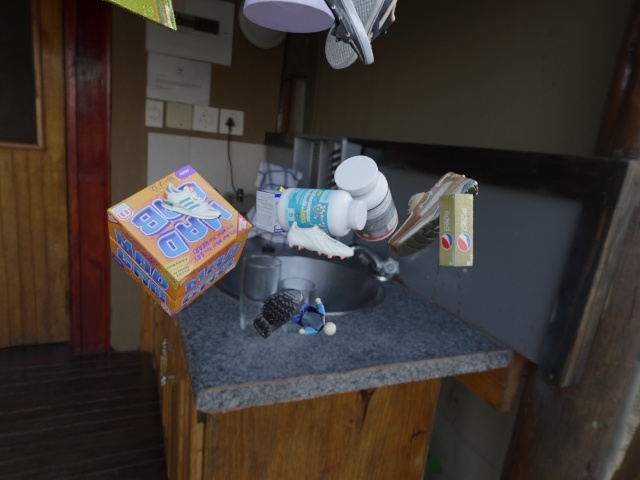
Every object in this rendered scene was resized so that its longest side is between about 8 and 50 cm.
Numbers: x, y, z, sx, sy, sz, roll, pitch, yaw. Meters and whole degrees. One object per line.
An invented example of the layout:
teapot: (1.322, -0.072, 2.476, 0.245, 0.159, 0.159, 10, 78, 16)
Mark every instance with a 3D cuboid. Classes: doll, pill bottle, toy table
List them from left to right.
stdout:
toy table: (-0.077, -0.700, 1.177, 0.274, 0.161, 0.252, 13, 3, 11)
doll: (-0.038, 0.219, 1.243, 0.189, 0.046, 0.129, 28, 53, 12)
pill bottle: (0.007, -0.088, 1.329, 0.264, 0.146, 0.146, 5, 11, 26)
pill bottle: (0.193, -0.172, 1.772, 0.210, 0.210, 0.363, 15, -25, 30)

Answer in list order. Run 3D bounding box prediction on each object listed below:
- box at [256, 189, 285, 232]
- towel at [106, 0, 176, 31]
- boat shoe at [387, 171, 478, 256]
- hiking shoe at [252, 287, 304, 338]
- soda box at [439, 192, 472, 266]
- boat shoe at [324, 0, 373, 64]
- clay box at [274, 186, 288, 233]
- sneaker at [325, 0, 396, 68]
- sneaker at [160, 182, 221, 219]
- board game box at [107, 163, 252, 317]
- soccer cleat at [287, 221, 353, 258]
box: (-0.165, -0.105, 1.483, 0.072, 0.137, 0.126, -7, 16, -37)
towel: (-0.445, -0.598, 1.036, 0.021, 0.102, 0.237, -8, 7, 21)
boat shoe: (0.323, -0.084, 1.270, 0.324, 0.123, 0.120, -39, 55, -9)
hiking shoe: (-0.101, 0.179, 1.152, 0.086, 0.227, 0.114, 49, 44, 4)
soda box: (0.342, -0.026, 1.068, 0.061, 0.182, 0.058, 0, -1, -26)
boat shoe: (0.055, -0.526, 1.026, 0.076, 0.228, 0.080, -26, 37, 11)
clay box: (-0.132, -0.106, 1.709, 0.127, 0.222, 0.053, -27, 35, 33)
sneaker: (0.130, -0.633, 1.239, 0.127, 0.126, 0.321, -28, -4, -29)
sneaker: (-0.335, -0.104, 1.106, 0.161, 0.075, 0.057, 15, 12, 3)
board game box: (-0.546, 0.005, 1.639, 0.356, 0.356, 0.356, 43, 53, 6)
soccer cleat: (0.000, 0.000, 1.183, 0.196, 0.076, 0.068, 14, 7, 13)
